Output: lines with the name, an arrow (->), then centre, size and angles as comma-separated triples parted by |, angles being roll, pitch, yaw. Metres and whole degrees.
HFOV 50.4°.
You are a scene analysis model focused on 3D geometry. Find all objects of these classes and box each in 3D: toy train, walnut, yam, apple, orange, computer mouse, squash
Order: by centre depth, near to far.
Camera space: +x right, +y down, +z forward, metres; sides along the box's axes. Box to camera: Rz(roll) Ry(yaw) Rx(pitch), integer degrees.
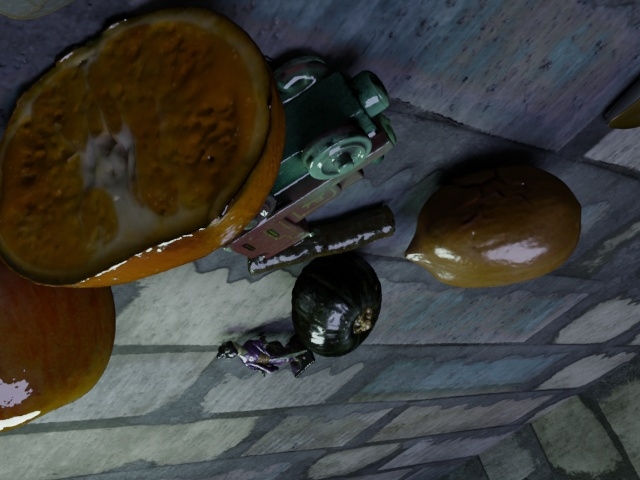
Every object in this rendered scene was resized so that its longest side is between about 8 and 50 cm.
orange -> -0.178, -0.089, 0.690 | 0.274, 0.274, 0.310 | 5, 145, -36
apple -> -0.397, 0.113, 0.823 | 0.301, 0.301, 0.301 | -15, 148, -10
toy train -> -0.032, -0.098, 0.888 | 0.304, 0.150, 0.221 | -31, 158, 14
computer mouse -> 0.543, -0.244, 1.079 | 0.102, 0.045, 0.199 | 0, 144, -34
yam -> 0.000, 0.000, 1.122 | 0.252, 0.061, 0.061 | -15, 148, -10
walnut -> 0.281, -0.021, 1.126 | 0.297, 0.203, 0.203 | -15, 148, -3
squash -> 0.027, 0.113, 1.209 | 0.193, 0.156, 0.193 | -58, 170, -16

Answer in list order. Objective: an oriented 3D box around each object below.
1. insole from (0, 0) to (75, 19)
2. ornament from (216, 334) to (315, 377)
insole -> -0.152, -0.291, 0.602 | 0.348, 0.009, 0.119 | -26, 165, 11
ornament -> -0.110, 0.225, 1.377 | 0.203, 0.088, 0.081 | 13, 134, -40
